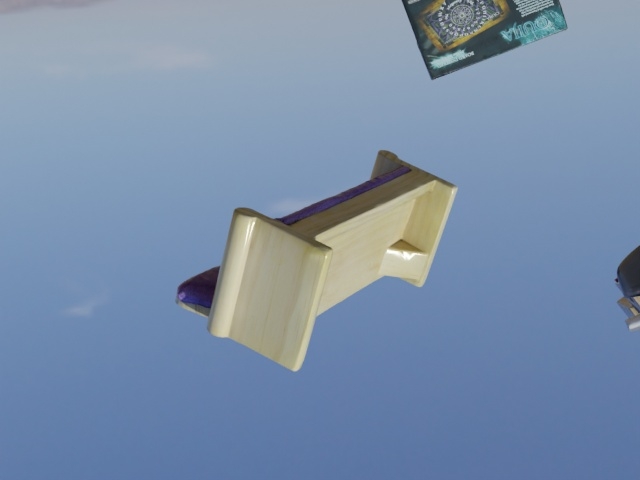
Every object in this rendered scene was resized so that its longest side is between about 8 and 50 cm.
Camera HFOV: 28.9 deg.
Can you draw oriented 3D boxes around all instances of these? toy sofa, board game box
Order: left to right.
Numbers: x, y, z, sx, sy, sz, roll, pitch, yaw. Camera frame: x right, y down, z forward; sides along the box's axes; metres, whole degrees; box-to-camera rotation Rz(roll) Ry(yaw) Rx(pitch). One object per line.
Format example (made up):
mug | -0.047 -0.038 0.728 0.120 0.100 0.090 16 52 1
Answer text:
toy sofa | 0.000 0.000 1.452 0.177 0.150 0.362 26 -154 21
board game box | 0.206 -0.294 1.577 0.186 0.126 0.026 -19 -167 11

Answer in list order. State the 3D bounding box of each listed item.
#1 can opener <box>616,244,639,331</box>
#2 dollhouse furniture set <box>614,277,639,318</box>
can opener | 0.352 0.002 0.958 0.076 0.095 0.283 -2 158 -47
dollhouse furniture set | 0.493 0.064 1.746 0.129 0.129 0.184 -39 -177 2
